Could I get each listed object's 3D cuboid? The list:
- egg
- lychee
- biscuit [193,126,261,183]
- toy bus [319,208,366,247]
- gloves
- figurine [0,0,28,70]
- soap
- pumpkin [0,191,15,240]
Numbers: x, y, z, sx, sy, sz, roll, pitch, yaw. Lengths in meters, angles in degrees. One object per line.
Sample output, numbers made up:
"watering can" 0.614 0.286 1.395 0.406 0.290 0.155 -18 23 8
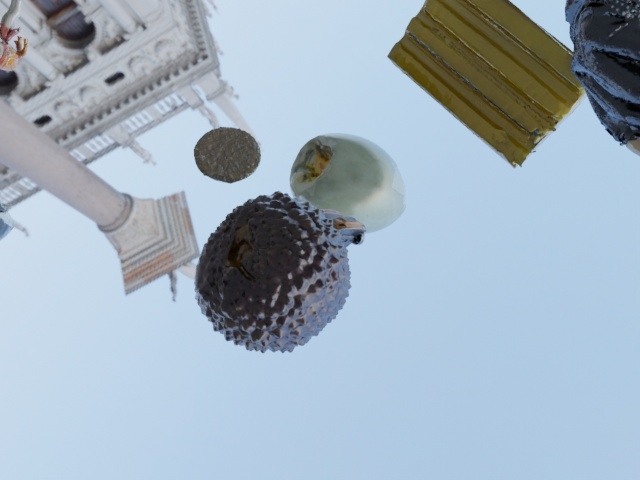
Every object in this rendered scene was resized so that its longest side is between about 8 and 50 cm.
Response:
"egg" 0.093 -0.153 1.572 0.278 0.336 0.278 -33 -133 44
"lychee" -0.066 0.059 0.910 0.268 0.267 0.267 -11 -120 19
"biscuit" -0.163 -0.152 0.972 0.120 0.015 0.120 4 -116 -8
"toy bus" 0.000 0.000 1.111 0.194 0.083 0.088 -40 -120 40
"gloves" 0.287 -0.148 0.506 0.107 0.129 0.180 -9 -91 7
"figurine" -0.469 -0.313 0.838 0.064 0.047 0.109 27 -79 39
"soap" 0.299 -0.303 0.965 0.324 0.096 0.204 46 -56 13
"pumpkin" -0.517 -0.081 0.614 0.226 0.303 0.256 -32 -122 -21
